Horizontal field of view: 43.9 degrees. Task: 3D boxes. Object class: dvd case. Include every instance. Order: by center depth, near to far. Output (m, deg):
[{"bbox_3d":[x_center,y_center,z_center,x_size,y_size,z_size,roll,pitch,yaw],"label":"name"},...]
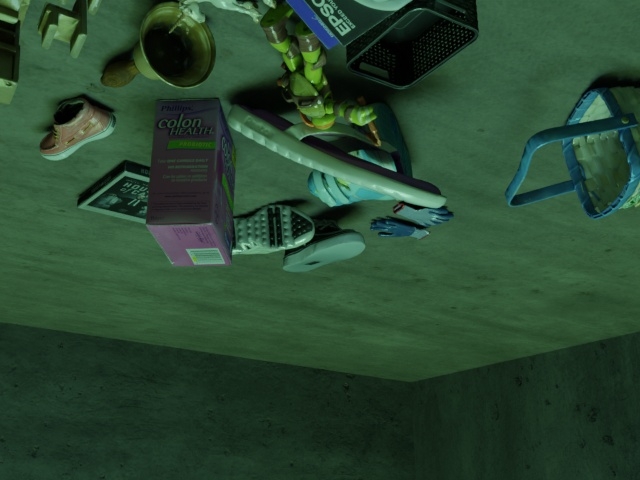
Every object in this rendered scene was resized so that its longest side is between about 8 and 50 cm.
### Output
[{"bbox_3d":[-0.405,-0.100,1.755,0.179,0.030,0.238,15,155,-37],"label":"dvd case"}]

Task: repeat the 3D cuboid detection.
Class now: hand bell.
[{"bbox_3d":[-0.282,-0.273,1.232,0.126,0.126,0.242,17,164,-39],"label":"hand bell"}]

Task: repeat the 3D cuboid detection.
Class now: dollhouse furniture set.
[{"bbox_3d":[-0.424,-0.330,1.045,0.212,0.161,0.242,13,137,-31],"label":"dollhouse furniture set"}]

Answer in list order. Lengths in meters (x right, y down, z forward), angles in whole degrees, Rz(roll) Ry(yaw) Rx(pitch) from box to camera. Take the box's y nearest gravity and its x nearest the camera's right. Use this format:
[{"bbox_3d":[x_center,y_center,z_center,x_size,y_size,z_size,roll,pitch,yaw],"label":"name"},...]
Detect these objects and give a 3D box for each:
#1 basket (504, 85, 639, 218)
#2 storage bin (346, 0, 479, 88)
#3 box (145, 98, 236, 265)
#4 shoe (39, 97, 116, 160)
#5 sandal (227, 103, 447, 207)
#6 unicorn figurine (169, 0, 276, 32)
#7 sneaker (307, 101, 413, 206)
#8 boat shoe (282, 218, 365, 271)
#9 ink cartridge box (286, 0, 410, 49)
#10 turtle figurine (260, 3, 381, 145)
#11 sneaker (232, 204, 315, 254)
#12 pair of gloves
[{"bbox_3d":[0.483,-0.150,1.397,0.288,0.201,0.255,-10,160,-1],"label":"basket"},{"bbox_3d":[0.128,-0.306,1.145,0.122,0.084,0.180,12,157,-31],"label":"storage bin"},{"bbox_3d":[-0.230,-0.100,1.456,0.117,0.243,0.213,-2,159,2],"label":"box"},{"bbox_3d":[-0.463,-0.204,1.437,0.177,0.064,0.081,-17,153,25],"label":"shoe"},{"bbox_3d":[0.024,-0.165,1.325,0.416,0.102,0.169,24,-169,19],"label":"sandal"},{"bbox_3d":[-0.124,-0.341,1.099,0.111,0.060,0.162,17,138,-32],"label":"unicorn figurine"},{"bbox_3d":[0.057,-0.147,1.509,0.208,0.127,0.319,-7,158,14],"label":"sneaker"},{"bbox_3d":[0.004,0.000,1.927,0.113,0.105,0.306,5,165,-26],"label":"boat shoe"},{"bbox_3d":[-0.002,-0.339,0.954,0.206,0.045,0.208,46,145,-17],"label":"ink cartridge box"},{"bbox_3d":[-0.023,-0.245,1.201,0.087,0.269,0.217,-36,137,-13],"label":"turtle figurine"},{"bbox_3d":[-0.119,-0.018,1.894,0.292,0.110,0.118,-7,168,39],"label":"sneaker"},{"bbox_3d":[0.218,-0.045,1.925,0.159,0.023,0.198,12,155,-25],"label":"pair of gloves"}]
